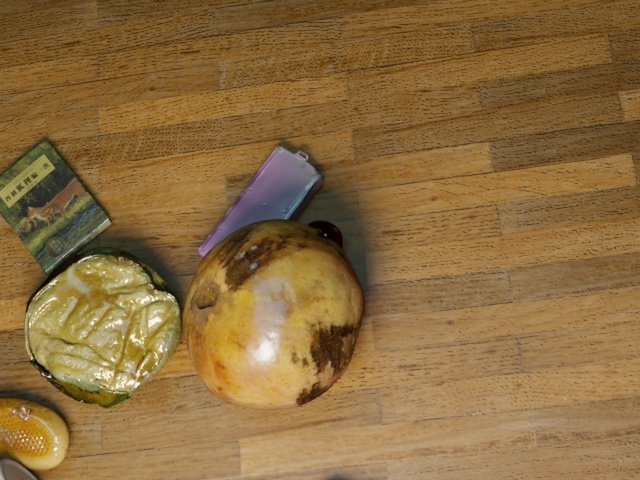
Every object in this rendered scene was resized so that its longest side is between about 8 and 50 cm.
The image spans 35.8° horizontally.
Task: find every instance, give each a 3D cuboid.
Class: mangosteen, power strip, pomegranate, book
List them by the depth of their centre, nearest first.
[{"bbox_3d":[-0.080,0.123,1.640,0.322,0.322,0.322,-3,70,8],"label":"pomegranate"},{"bbox_3d":[0.001,0.001,1.777,0.081,0.081,0.081,-3,70,8],"label":"mangosteen"},{"bbox_3d":[-0.108,-0.047,1.831,0.109,0.037,0.279,33,78,17],"label":"power strip"},{"bbox_3d":[-0.527,-0.066,1.910,0.160,0.024,0.228,-40,71,-4],"label":"book"}]

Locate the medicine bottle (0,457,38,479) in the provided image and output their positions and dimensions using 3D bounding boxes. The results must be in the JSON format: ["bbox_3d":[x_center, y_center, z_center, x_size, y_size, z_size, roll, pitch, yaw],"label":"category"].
[{"bbox_3d":[-0.609,0.548,1.600,0.384,0.224,0.224,-39,70,-6],"label":"medicine bottle"}]

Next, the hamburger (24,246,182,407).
[{"bbox_3d":[-0.387,0.152,1.757,0.285,0.134,0.265,41,79,12],"label":"hamburger"}]

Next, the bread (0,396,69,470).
[{"bbox_3d":[-0.522,0.336,1.742,0.189,0.077,0.114,18,95,13],"label":"bread"}]
